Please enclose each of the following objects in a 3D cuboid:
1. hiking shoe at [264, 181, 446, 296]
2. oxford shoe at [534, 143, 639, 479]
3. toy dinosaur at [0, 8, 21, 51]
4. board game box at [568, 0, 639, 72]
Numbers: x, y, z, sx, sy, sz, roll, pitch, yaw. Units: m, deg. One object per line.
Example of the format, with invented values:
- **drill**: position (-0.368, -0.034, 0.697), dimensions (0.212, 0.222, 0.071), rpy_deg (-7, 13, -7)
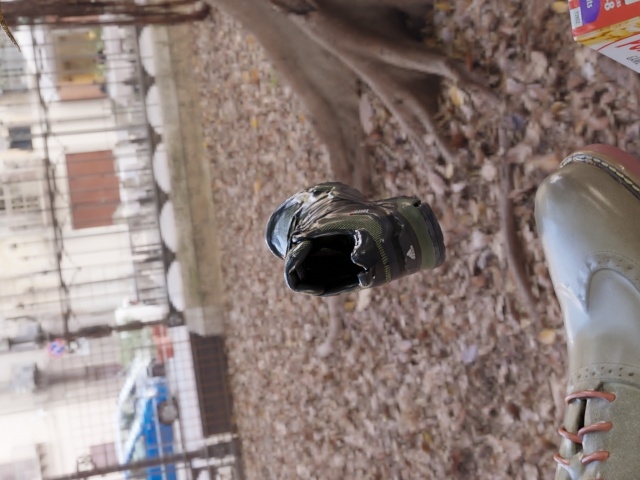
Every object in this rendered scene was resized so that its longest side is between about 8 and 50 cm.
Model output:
- **hiking shoe**: position (0.000, 0.000, 0.780), dimensions (0.227, 0.114, 0.086), rpy_deg (2, 109, 54)
- **oxford shoe**: position (0.177, 0.113, 0.466), dimensions (0.123, 0.130, 0.348), rpy_deg (111, 142, -70)
- **toy dinosaur**: position (-0.408, -0.363, 1.099), dimensions (0.064, 0.112, 0.211), rpy_deg (6, -76, -84)
- **board game box**: position (0.160, -0.146, 0.392), dimensions (0.045, 0.193, 0.146), rpy_deg (-13, 82, 38)
